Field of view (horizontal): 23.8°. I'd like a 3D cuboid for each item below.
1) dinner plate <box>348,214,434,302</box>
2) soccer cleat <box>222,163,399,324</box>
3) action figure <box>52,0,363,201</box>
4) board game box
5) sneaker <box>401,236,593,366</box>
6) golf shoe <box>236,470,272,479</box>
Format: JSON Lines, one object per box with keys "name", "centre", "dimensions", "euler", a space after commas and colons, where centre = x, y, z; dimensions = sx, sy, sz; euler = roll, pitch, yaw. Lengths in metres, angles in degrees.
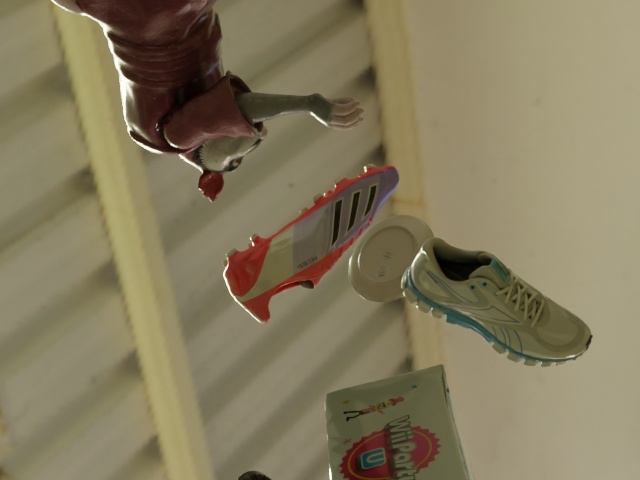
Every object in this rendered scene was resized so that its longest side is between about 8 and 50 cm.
{"name": "dinner plate", "centre": [0.099, 0.023, 2.181], "dimensions": [0.017, 0.141, 0.141], "euler": [41, -116, -48]}
{"name": "soccer cleat", "centre": [0.000, 0.000, 1.777], "dimensions": [0.248, 0.083, 0.095], "euler": [-33, -95, -15]}
{"name": "action figure", "centre": [-0.140, -0.177, 1.317], "dimensions": [0.275, 0.248, 0.370], "euler": [-22, -52, -18]}
{"name": "board game box", "centre": [0.091, 0.275, 1.069], "dimensions": [0.224, 0.097, 0.303], "euler": [-95, -11, -67]}
{"name": "sneaker", "centre": [0.170, 0.055, 1.437], "dimensions": [0.083, 0.190, 0.071], "euler": [104, -169, -53]}
{"name": "golf shoe", "centre": [-0.082, 0.313, 1.696], "dimensions": [0.077, 0.094, 0.198], "euler": [-23, -45, -18]}
